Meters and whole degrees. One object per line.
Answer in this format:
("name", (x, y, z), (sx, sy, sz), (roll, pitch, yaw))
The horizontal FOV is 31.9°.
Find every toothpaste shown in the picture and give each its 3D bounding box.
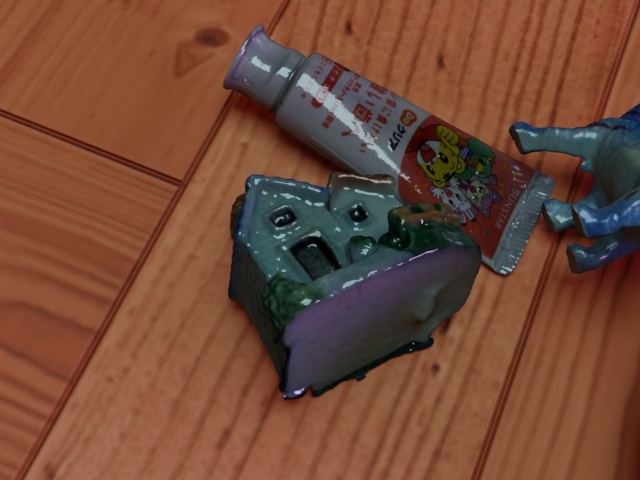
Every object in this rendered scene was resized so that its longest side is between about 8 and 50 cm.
("toothpaste", (0.046, -0.067, 0.772), (0.234, 0.057, 0.089), (31, 62, -1))

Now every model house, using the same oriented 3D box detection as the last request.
("model house", (0.000, 0.000, 0.696), (0.148, 0.119, 0.149), (-27, 59, -19))

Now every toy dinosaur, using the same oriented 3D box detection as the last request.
("toy dinosaur", (0.204, -0.031, 0.726), (0.144, 0.076, 0.329), (-10, 30, 10))
